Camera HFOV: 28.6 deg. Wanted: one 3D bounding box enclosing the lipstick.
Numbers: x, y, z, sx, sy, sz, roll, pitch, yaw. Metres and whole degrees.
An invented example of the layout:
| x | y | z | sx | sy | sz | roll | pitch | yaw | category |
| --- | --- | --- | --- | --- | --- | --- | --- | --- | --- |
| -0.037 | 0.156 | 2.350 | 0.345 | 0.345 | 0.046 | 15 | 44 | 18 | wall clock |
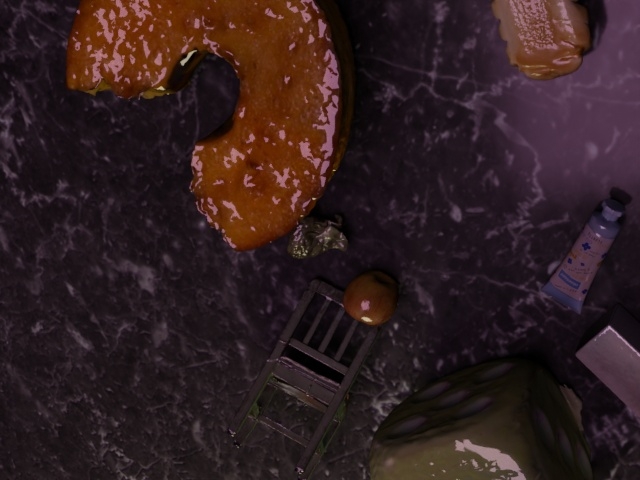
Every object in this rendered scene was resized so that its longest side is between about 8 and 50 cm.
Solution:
| x | y | z | sx | sy | sz | roll | pitch | yaw | category |
| --- | --- | --- | --- | --- | --- | --- | --- | --- | --- |
| 0.508 | 0.247 | 1.701 | 0.371 | 0.080 | 0.076 | 43 | 122 | 2 | lipstick |

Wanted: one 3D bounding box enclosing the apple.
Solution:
| x | y | z | sx | sy | sz | roll | pitch | yaw | category |
| --- | --- | --- | --- | --- | --- | --- | --- | --- | --- |
| 0.074 | 0.082 | 1.823 | 0.084 | 0.084 | 0.071 | 27 | 109 | 11 | apple |

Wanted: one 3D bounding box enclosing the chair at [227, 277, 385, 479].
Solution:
| x | y | z | sx | sy | sz | roll | pitch | yaw | category |
| --- | --- | --- | --- | --- | --- | --- | --- | --- | --- |
| -0.018 | 0.215 | 1.907 | 0.136 | 0.147 | 0.270 | 26 | 75 | 9 | chair |

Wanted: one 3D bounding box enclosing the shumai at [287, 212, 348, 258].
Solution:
| x | y | z | sx | sy | sz | roll | pitch | yaw | category |
| --- | --- | --- | --- | --- | --- | --- | --- | --- | --- |
| 0.000 | 0.000 | 1.831 | 0.080 | 0.082 | 0.083 | 24 | 139 | 12 | shumai |

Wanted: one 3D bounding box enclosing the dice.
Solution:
| x | y | z | sx | sy | sz | roll | pitch | yaw | category |
| --- | --- | --- | --- | --- | --- | --- | --- | --- | --- |
| 0.236 | 0.328 | 1.755 | 0.254 | 0.250 | 0.252 | -21 | 101 | 29 | dice |

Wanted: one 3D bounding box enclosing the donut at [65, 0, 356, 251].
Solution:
| x | y | z | sx | sy | sz | roll | pitch | yaw | category |
| --- | --- | --- | --- | --- | --- | --- | --- | --- | --- |
| -0.115 | -0.231 | 1.738 | 0.377 | 0.163 | 0.435 | -39 | 90 | 30 | donut |

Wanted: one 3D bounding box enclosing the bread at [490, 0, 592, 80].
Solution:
| x | y | z | sx | sy | sz | roll | pitch | yaw | category |
| --- | --- | --- | --- | --- | --- | --- | --- | --- | --- |
| 0.277 | -0.291 | 1.581 | 0.119 | 0.084 | 0.177 | -8 | 108 | 28 | bread |

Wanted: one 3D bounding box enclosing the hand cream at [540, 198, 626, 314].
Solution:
| x | y | z | sx | sy | sz | roll | pitch | yaw | category |
| --- | --- | --- | --- | --- | --- | --- | --- | --- | --- |
| 0.360 | 0.019 | 1.697 | 0.065 | 0.043 | 0.171 | 32 | 125 | 15 | hand cream |
